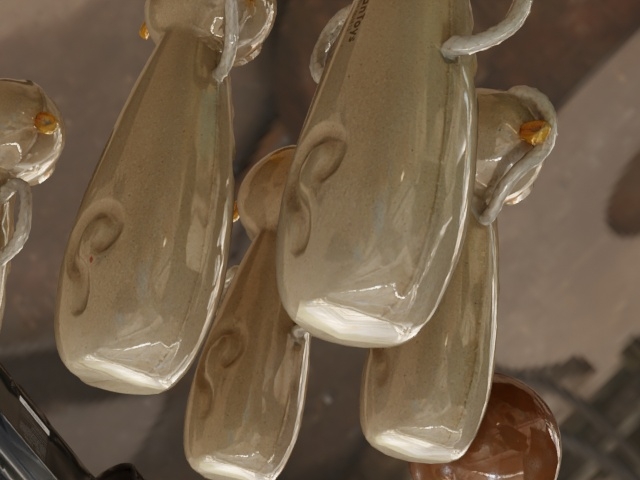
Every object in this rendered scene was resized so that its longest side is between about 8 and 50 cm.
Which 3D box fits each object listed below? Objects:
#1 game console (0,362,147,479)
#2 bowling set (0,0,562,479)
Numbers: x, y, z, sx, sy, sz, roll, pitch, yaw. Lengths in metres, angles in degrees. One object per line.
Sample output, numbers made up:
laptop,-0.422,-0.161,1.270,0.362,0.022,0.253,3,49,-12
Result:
game console,-0.152,0.183,1.236,0.044,0.213,0.361,-29,123,6
bowling set,0.000,0.000,0.651,0.287,0.154,0.200,-10,148,44
